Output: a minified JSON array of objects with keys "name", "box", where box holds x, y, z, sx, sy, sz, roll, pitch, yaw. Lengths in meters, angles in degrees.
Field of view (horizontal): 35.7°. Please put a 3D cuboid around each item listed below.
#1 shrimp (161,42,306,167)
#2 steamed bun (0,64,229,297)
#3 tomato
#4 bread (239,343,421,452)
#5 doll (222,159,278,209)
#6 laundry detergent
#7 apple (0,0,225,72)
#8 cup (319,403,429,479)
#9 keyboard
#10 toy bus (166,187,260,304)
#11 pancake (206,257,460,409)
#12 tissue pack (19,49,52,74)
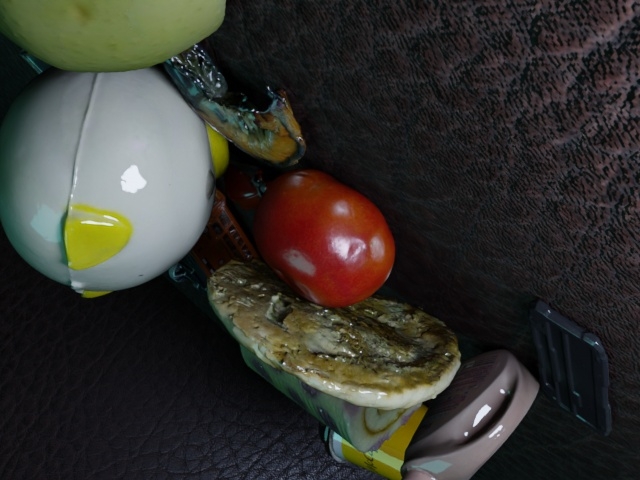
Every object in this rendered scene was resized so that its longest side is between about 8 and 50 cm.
[{"name":"shrimp","box":[-0.119,-0.191,1.187,0.290,0.054,0.222,50,164,-27]},{"name":"steamed bun","box":[-0.296,-0.090,1.384,0.334,0.334,0.374,42,166,4]},{"name":"tomato","box":[0.000,0.000,1.255,0.195,0.136,0.195,40,166,12]},{"name":"bread","box":[0.018,0.219,1.748,0.338,0.187,0.155,28,154,45]},{"name":"doll","box":[-0.102,-0.077,1.465,0.109,0.057,0.169,53,164,-29]},{"name":"laundry detergent","box":[0.185,0.241,1.251,0.076,0.237,0.171,46,142,-9]},{"name":"apple","box":[-0.247,-0.324,0.970,0.311,0.320,0.360,-3,155,3]},{"name":"cup","box":[0.144,0.375,1.895,0.279,0.196,0.196,25,158,33]},{"name":"keyboard","box":[0.292,0.152,1.152,0.106,0.016,0.262,34,163,32]},{"name":"toy bus","box":[-0.225,-0.007,1.818,0.143,0.153,0.329,32,164,31]},{"name":"pancake","box":[0.013,0.112,1.311,0.356,0.065,0.356,20,-164,-6]},{"name":"tissue pack","box":[-0.372,-0.269,1.531,0.148,0.109,0.060,48,166,-23]}]
